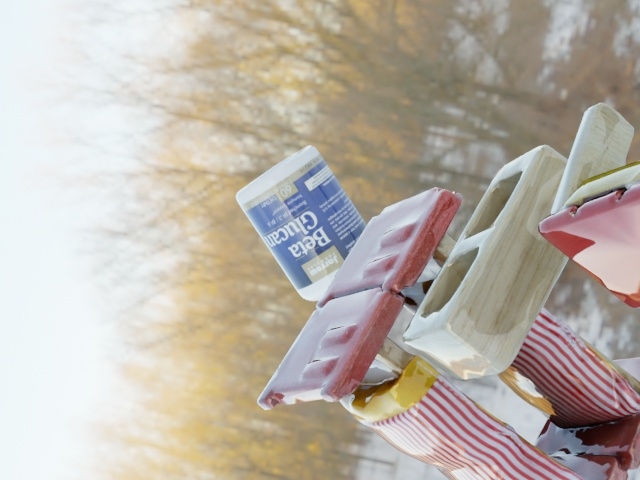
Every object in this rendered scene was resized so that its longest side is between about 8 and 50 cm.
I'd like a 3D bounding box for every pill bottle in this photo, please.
[{"bbox_3d":[0.000,0.000,1.369,0.169,0.094,0.094,56,-176,-6],"label":"pill bottle"}]

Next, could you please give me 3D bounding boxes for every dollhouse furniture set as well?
[{"bbox_3d":[0.139,0.067,0.746,0.152,0.201,0.374,-58,13,-20],"label":"dollhouse furniture set"}]
